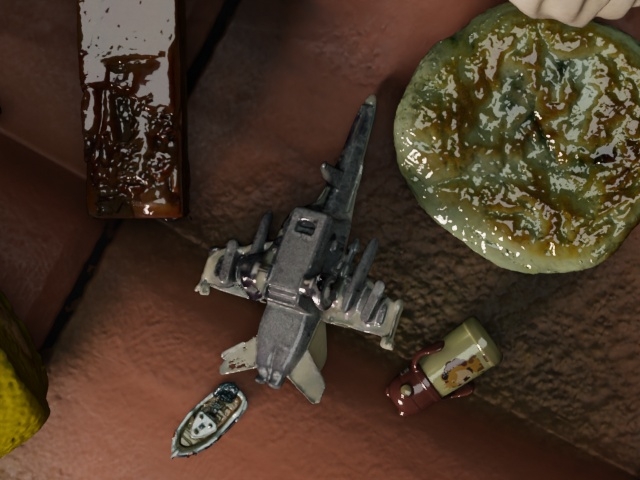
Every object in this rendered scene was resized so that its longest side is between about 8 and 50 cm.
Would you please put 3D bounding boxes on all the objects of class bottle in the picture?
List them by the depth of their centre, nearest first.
[{"bbox_3d":[0.103,0.111,1.514,0.101,0.047,0.063,-36,102,3],"label":"bottle"}]

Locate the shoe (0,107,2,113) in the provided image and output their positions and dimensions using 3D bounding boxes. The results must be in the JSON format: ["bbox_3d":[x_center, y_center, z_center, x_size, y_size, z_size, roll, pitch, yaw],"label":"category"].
[{"bbox_3d":[-0.327,-0.159,1.500,0.159,0.062,0.053,32,79,-1],"label":"shoe"}]

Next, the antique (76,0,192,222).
[{"bbox_3d":[-0.153,-0.168,1.480,0.087,0.093,0.310,0,93,0],"label":"antique"}]

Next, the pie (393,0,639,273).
[{"bbox_3d":[0.182,-0.085,1.502,0.240,0.054,0.241,0,93,-2],"label":"pie"}]

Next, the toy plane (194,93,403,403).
[{"bbox_3d":[-0.005,-0.002,1.491,0.192,0.088,0.262,14,88,27],"label":"toy plane"}]

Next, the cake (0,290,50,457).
[{"bbox_3d":[-0.328,0.067,1.447,0.156,0.179,0.260,-34,91,2],"label":"cake"}]

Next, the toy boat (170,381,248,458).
[{"bbox_3d":[-0.097,0.155,1.522,0.038,0.038,0.083,45,91,-2],"label":"toy boat"}]

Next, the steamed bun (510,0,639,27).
[{"bbox_3d":[0.210,-0.259,1.436,0.183,0.106,0.183,15,64,-34],"label":"steamed bun"}]
